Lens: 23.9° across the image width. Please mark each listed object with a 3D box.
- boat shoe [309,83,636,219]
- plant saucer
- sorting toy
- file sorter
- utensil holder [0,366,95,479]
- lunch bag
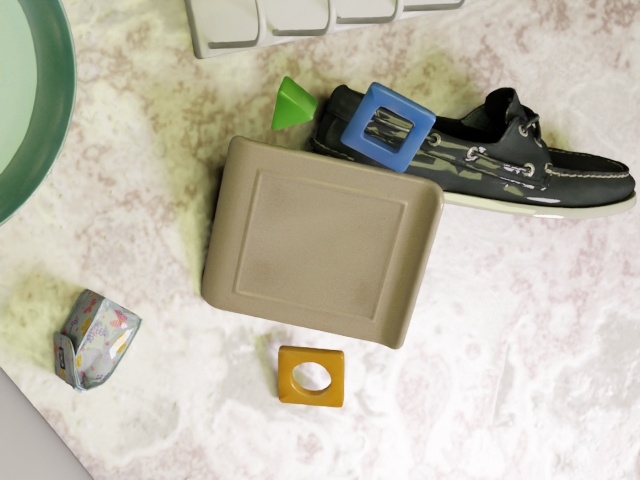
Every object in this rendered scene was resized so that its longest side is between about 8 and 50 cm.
[{"bbox_3d":[0.154,-0.092,1.435,0.340,0.127,0.113,5,105,-13],"label":"boat shoe"},{"bbox_3d":[-0.364,-0.140,1.262,0.317,0.043,0.318,-3,97,-23],"label":"plant saucer"},{"bbox_3d":[0.000,0.000,1.367,0.196,0.047,0.348,15,122,1],"label":"sorting toy"},{"bbox_3d":[0.027,-0.282,1.338,0.277,0.173,0.193,-14,101,-21],"label":"file sorter"},{"bbox_3d":[-0.281,0.315,1.192,0.327,0.327,0.385,-39,107,-14],"label":"utensil holder"},{"bbox_3d":[-0.204,0.090,1.335,0.053,0.071,0.083,30,84,-23],"label":"lunch bag"}]
